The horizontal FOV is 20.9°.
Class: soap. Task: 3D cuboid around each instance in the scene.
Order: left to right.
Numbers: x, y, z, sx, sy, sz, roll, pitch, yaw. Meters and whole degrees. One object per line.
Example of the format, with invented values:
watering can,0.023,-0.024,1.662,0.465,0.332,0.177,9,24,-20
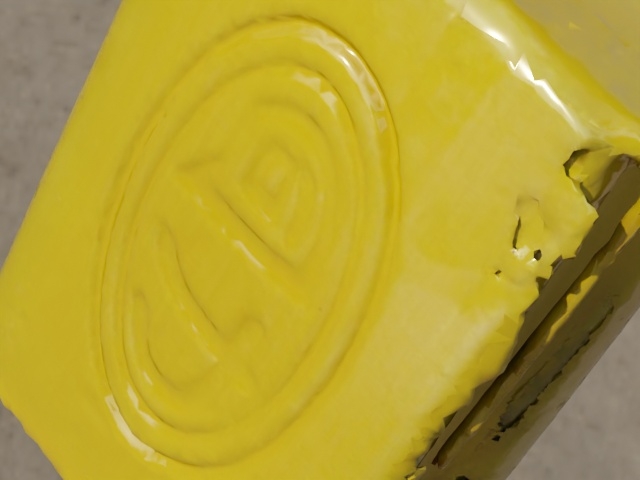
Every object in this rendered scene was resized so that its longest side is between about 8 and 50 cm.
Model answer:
soap,0.000,0.000,0.622,0.096,0.324,0.204,-26,66,-43
